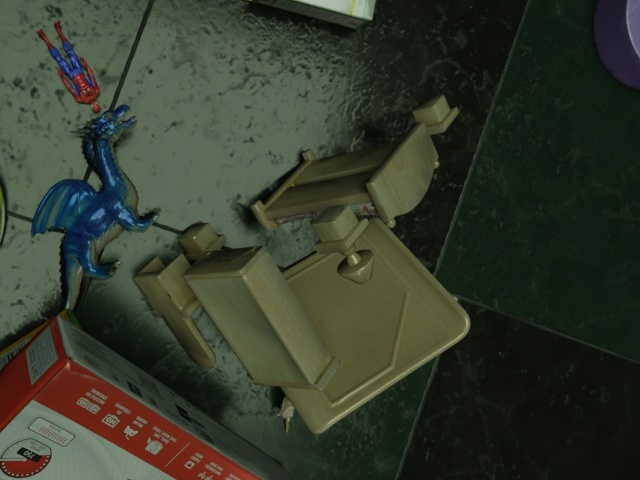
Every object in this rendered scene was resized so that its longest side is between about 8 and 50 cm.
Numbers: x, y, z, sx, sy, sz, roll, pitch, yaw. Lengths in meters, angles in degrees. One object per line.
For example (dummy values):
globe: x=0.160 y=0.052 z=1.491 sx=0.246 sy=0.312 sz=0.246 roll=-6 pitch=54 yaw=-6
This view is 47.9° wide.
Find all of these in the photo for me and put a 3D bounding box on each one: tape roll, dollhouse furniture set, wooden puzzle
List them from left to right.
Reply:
dollhouse furniture set: x=0.000 y=0.000 z=0.915 sx=0.355 sy=0.303 sz=0.174 roll=-49 pitch=120 yaw=-38
wooden puzzle: x=0.036 y=0.102 z=0.927 sx=0.238 sy=0.221 sz=0.044 roll=-33 pitch=145 yaw=-10
tape roll: x=0.513 y=-0.327 z=1.083 sx=0.188 sy=0.080 sz=0.189 roll=-1 pitch=93 yaw=-15

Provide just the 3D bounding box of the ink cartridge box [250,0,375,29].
ink cartridge box: x=-0.028 y=-0.357 z=0.936 sx=0.209 sy=0.062 sz=0.109 roll=10 pitch=91 yaw=-16

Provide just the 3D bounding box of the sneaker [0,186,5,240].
sneaker: x=-0.432 y=0.037 z=0.809 sx=0.111 sy=0.121 sz=0.300 roll=10 pitch=90 yaw=-16

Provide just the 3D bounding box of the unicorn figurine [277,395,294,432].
unicorn figurine: x=-0.003 y=0.181 z=0.953 sx=0.060 sy=0.162 sz=0.111 roll=38 pitch=53 yaw=-20

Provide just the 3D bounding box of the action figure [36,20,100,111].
action figure: x=-0.304 y=-0.210 z=0.884 sx=0.038 sy=0.030 sz=0.115 roll=-33 pitch=103 yaw=-17

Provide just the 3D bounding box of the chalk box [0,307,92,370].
chalk box: x=-0.268 y=0.261 z=0.814 sx=0.180 sy=0.179 sz=0.289 roll=-33 pitch=124 yaw=-12

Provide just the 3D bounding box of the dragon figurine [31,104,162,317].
dragon figurine: x=-0.291 y=-0.024 z=0.864 sx=0.144 sy=0.085 sz=0.289 roll=38 pitch=87 yaw=-13

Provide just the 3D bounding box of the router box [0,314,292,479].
router box: x=-0.223 y=0.280 z=0.688 sx=0.301 sy=0.082 sz=0.335 roll=-46 pitch=126 yaw=-2
